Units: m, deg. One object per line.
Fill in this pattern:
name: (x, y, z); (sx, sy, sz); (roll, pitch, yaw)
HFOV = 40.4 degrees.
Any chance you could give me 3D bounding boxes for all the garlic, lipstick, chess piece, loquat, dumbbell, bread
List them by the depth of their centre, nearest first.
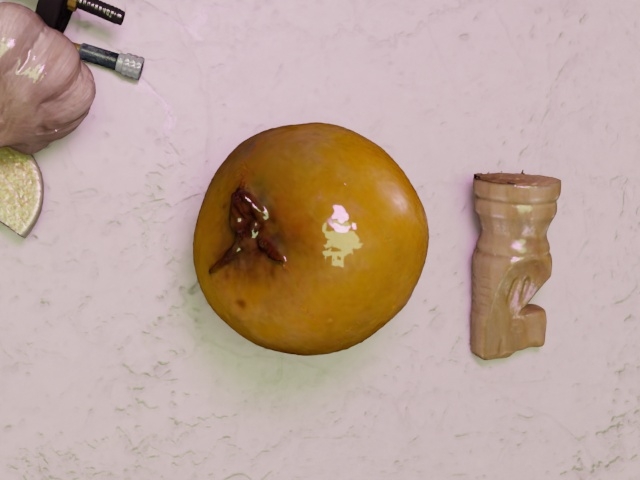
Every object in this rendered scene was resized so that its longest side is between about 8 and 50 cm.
garlic: (-0.421, -0.183, 1.153); (0.219, 0.218, 0.212); (23, 51, -12)
dumbbell: (-0.428, -0.372, 1.202); (0.326, 0.143, 0.143); (21, 85, -12)
loquat: (0.000, 0.000, 1.229); (0.359, 0.328, 0.328); (13, 85, -57)
bread: (-0.470, -0.101, 1.247); (0.193, 0.036, 0.112); (35, 77, -7)
lipstick: (-0.320, -0.270, 1.283); (0.116, 0.037, 0.037); (17, 86, -9)
chess piece: (0.303, 0.043, 1.391); (0.137, 0.137, 0.300); (0, 102, -13)
